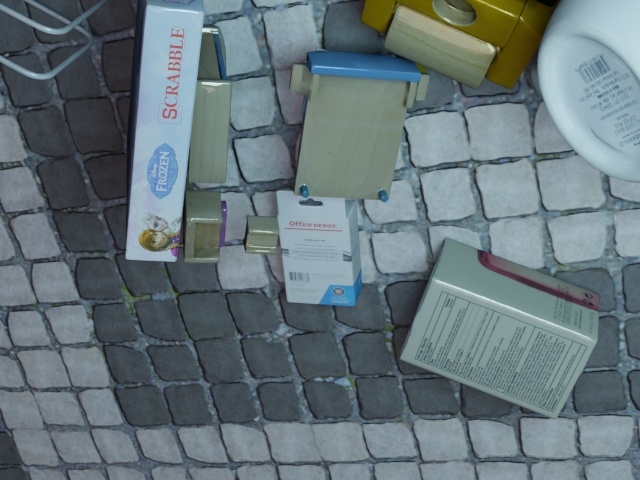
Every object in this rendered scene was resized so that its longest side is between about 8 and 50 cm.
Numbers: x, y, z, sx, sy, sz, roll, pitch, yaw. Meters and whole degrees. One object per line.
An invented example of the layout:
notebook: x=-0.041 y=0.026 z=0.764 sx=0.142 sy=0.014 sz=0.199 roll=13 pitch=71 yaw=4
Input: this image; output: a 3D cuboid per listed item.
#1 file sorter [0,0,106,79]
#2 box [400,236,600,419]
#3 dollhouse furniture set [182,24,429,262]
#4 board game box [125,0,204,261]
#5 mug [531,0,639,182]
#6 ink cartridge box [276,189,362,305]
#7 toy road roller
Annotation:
file sorter: x=-0.349 y=-0.376 z=1.291 sx=0.173 sy=0.193 sz=0.277 roll=28 pitch=122 yaw=-2
box: x=0.247 y=0.119 z=1.413 sx=0.232 sy=0.127 sz=0.148 roll=21 pitch=122 yaw=5
dollhouse furniture set: x=-0.029 y=-0.136 z=1.372 sx=0.303 sy=0.198 sz=0.286 roll=1 pitch=121 yaw=-10
board game box: x=-0.199 y=-0.191 z=1.273 sx=0.066 sy=0.318 sz=0.318 roll=3 pitch=122 yaw=-12
mug: x=0.373 y=-0.211 z=1.061 sx=0.328 sy=0.374 sz=0.276 roll=-32 pitch=104 yaw=-18
ink cartridge box: x=0.000 y=0.000 z=1.463 sx=0.104 sy=0.060 sz=0.180 roll=3 pitch=118 yaw=15
toy road roller: x=0.194 y=-0.349 z=1.165 sx=0.203 sy=0.240 sz=0.329 roll=25 pitch=159 yaw=2
